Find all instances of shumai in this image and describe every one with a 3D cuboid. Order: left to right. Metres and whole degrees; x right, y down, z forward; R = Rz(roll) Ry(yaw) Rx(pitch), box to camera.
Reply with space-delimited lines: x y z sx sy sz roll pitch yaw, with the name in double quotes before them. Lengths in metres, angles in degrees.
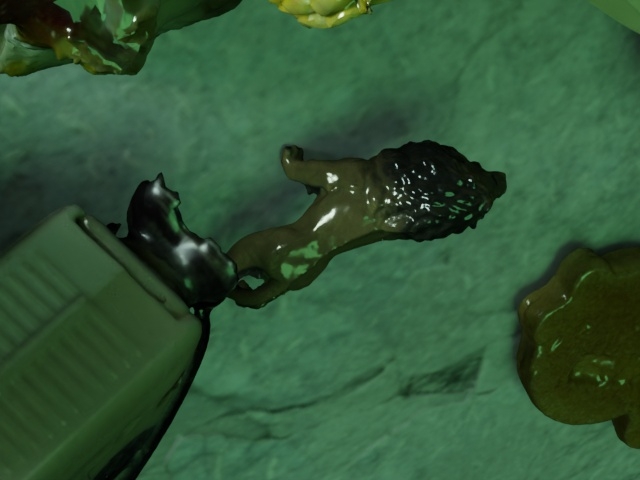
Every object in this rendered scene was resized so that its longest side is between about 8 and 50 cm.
"shumai" -0.090 -0.137 0.596 0.184 0.142 0.184 -10 129 -13

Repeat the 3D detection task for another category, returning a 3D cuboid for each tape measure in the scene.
"tape measure" -0.165 0.118 0.721 0.271 0.133 0.231 -45 171 -25

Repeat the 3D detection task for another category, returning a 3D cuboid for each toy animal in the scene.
"toy animal" -0.004 -0.011 0.788 0.220 0.086 0.069 -26 132 20

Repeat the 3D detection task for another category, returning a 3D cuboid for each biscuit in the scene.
"biscuit" 0.239 0.071 0.984 0.249 0.035 0.184 5 122 -27

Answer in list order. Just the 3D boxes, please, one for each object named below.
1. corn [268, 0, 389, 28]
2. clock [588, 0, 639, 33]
"corn" -0.038 -0.216 0.517 0.123 0.122 0.305 -17 118 43
"clock" 0.181 -0.208 0.689 0.379 0.120 0.276 17 123 -33
